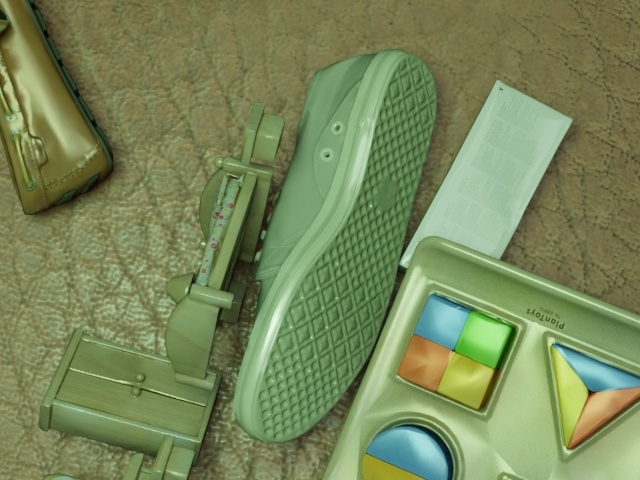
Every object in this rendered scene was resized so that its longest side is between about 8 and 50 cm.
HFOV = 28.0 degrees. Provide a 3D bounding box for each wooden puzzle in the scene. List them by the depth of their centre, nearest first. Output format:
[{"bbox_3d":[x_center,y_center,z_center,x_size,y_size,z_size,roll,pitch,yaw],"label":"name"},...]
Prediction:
[{"bbox_3d":[0.185,0.207,1.336,0.322,0.080,0.347,22,95,14],"label":"wooden puzzle"}]

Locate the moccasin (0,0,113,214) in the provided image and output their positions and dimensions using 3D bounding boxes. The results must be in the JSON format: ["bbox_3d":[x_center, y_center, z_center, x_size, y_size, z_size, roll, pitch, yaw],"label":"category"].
[{"bbox_3d":[-0.374,-0.207,1.421,0.147,0.139,0.380,-28,93,-14],"label":"moccasin"}]

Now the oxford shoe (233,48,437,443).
[{"bbox_3d":[0.000,0.000,1.380,0.130,0.169,0.449,8,72,36],"label":"oxford shoe"}]

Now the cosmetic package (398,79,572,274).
[{"bbox_3d":[0.182,-0.051,1.446,0.099,0.060,0.239,29,83,0],"label":"cosmetic package"}]

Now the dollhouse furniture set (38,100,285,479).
[{"bbox_3d":[-0.174,0.073,1.265,0.174,0.355,0.303,15,43,-1],"label":"dollhouse furniture set"}]

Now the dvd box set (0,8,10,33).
[{"bbox_3d":[-0.569,-0.189,1.367,0.420,0.062,0.307,-44,85,14],"label":"dvd box set"}]
